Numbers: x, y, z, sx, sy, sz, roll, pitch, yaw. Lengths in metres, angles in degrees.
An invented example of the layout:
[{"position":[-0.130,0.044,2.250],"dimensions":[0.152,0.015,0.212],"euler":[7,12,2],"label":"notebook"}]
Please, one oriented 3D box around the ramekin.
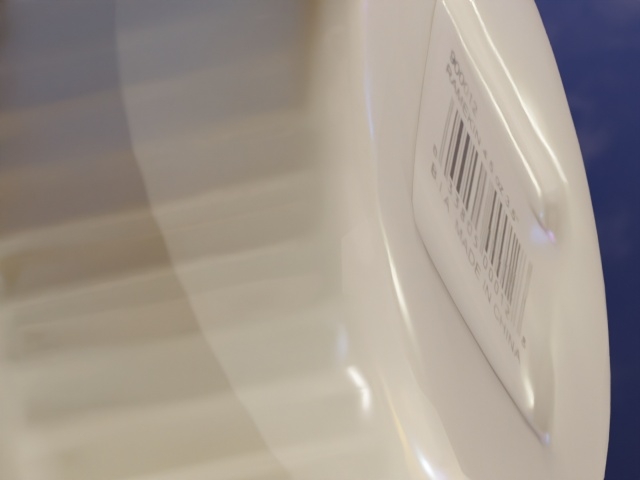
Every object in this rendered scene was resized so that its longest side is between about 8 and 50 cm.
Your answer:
[{"position":[0.000,0.000,0.505],"dimensions":[0.135,0.277,0.277],"euler":[-12,-150,25],"label":"ramekin"}]
